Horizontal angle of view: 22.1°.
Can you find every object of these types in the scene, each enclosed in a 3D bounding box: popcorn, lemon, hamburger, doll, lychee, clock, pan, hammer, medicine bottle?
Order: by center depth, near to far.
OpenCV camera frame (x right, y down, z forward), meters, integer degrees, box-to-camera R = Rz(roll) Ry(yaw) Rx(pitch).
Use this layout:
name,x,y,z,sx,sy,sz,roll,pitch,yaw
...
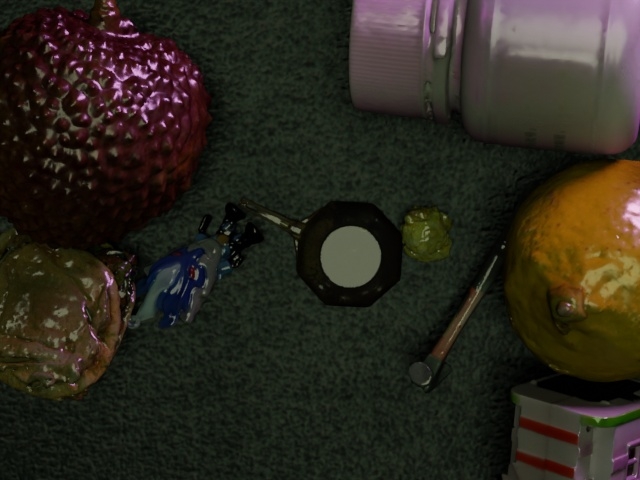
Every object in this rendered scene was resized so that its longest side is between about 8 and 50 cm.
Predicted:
name,x,y,z,sx,sy,sz,roll,pitch,yaw
lemon,0.326,0.036,1.846,0.253,0.310,0.254,7,110,21
medicine bottle,0.207,-0.235,1.849,0.324,0.256,0.256,7,94,11
lychee,-0.264,-0.134,1.855,0.275,0.276,0.304,14,110,0
clock,0.313,0.312,1.899,0.166,0.235,0.310,13,105,41
hammer,0.191,0.055,1.951,0.033,0.111,0.288,31,85,13
hamburger,-0.319,0.086,1.953,0.183,0.130,0.206,17,78,6
popcorn,0.126,-0.005,1.964,0.059,0.068,0.083,-6,133,24
doll,-0.157,0.040,1.968,0.195,0.070,0.096,-42,62,1
pan,-0.002,0.016,1.970,0.201,0.048,0.128,2,93,1
